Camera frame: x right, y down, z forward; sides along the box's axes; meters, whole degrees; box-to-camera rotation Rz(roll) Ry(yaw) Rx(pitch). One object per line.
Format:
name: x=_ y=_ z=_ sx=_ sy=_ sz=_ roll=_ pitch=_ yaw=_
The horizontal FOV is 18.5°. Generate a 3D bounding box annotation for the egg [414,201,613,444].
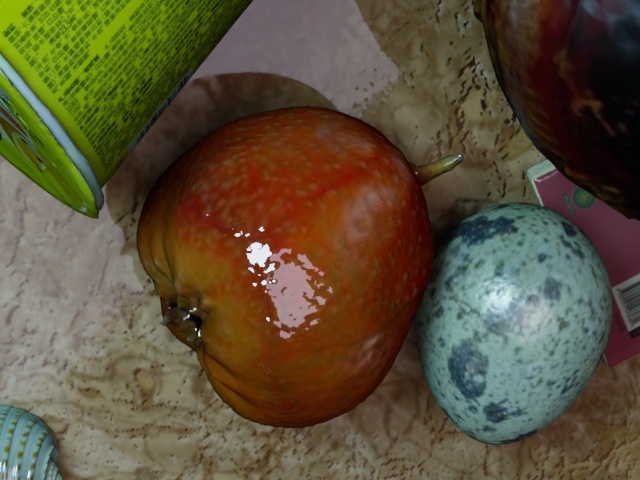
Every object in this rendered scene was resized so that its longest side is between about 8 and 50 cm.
egg: x=0.128 y=0.058 z=1.324 sx=0.132 sy=0.132 sz=0.172 roll=4 pitch=111 yaw=-15

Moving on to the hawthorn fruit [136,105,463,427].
hawthorn fruit: x=0.000 y=0.000 z=1.254 sx=0.225 sy=0.196 sz=0.196 roll=-34 pitch=109 yaw=-19

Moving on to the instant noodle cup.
instant noodle cup: x=-0.160 y=-0.195 z=1.126 sx=0.221 sy=0.311 sz=0.311 roll=-45 pitch=109 yaw=-12

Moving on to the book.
book: x=0.276 y=-0.029 z=1.398 sx=0.232 sy=0.022 sz=0.162 roll=-27 pitch=110 yaw=-7

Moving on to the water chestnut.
water chestnut: x=0.234 y=-0.187 z=1.229 sx=0.350 sy=0.302 sz=0.350 roll=-29 pitch=136 yaw=-32

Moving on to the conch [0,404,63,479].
conch: x=-0.211 y=0.148 z=1.303 sx=0.085 sy=0.056 sz=0.076 roll=12 pitch=87 yaw=-17
